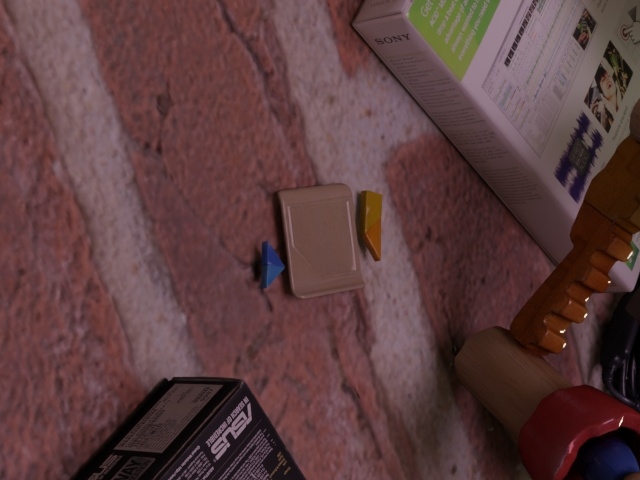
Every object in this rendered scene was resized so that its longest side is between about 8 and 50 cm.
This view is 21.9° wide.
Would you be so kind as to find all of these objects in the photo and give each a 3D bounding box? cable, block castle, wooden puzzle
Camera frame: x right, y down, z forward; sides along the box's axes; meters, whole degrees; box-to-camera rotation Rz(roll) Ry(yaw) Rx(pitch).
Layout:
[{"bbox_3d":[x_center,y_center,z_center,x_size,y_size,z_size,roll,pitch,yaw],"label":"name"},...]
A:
[{"bbox_3d":[0.295,0.083,1.362,0.150,0.047,0.184,42,58,-35],"label":"cable"},{"bbox_3d":[0.344,0.118,1.200,0.453,0.213,0.303,30,100,-39],"label":"block castle"},{"bbox_3d":[0.000,0.000,1.098,0.116,0.014,0.078,1,82,-45],"label":"wooden puzzle"}]

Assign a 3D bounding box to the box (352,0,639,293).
[{"bbox_3d":[0.174,-0.145,1.256,0.322,0.058,0.232,47,56,-33],"label":"box"}]

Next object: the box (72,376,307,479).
[{"bbox_3d":[-0.095,0.265,0.934,0.307,0.076,0.242,-48,120,-36],"label":"box"}]
